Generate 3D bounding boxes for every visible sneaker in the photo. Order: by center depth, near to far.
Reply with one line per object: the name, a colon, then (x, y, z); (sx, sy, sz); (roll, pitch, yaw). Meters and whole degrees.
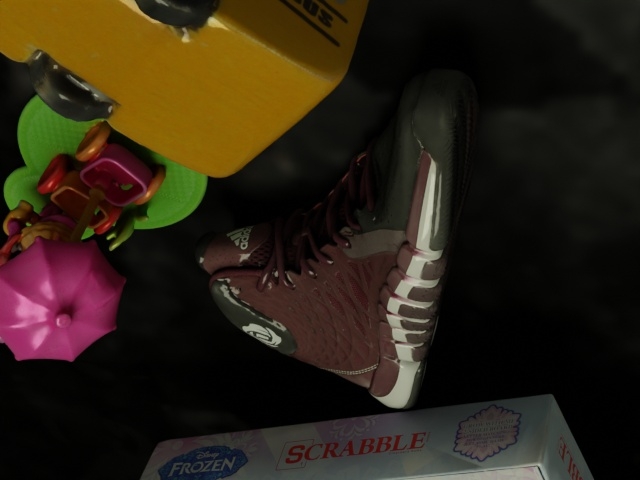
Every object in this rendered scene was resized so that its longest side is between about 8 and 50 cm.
sneaker: (0.000, 0.000, 0.782); (0.162, 0.106, 0.281); (14, 139, 7)

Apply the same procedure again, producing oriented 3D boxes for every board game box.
board game box: (0.072, 0.259, 0.940); (0.318, 0.066, 0.318); (-10, 126, 28)

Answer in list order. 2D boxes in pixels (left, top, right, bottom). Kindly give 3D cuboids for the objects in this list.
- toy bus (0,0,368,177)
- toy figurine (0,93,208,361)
toy bus: (-0.137, -0.167, 0.622); (0.333, 0.130, 0.108); (35, 135, -20)
toy figurine: (-0.168, 0.008, 0.798); (0.130, 0.159, 0.173); (40, 133, -24)
